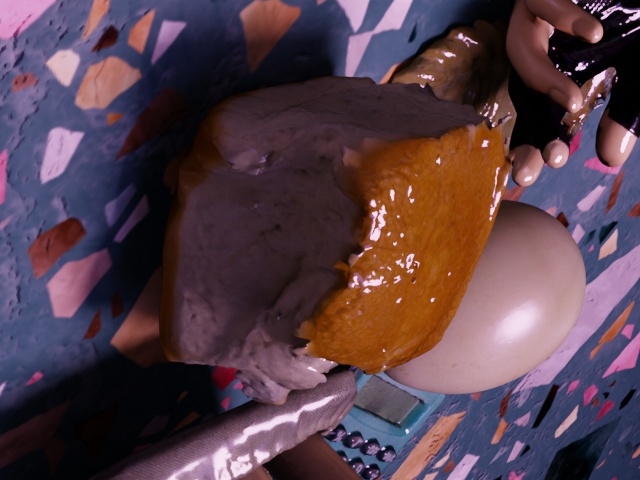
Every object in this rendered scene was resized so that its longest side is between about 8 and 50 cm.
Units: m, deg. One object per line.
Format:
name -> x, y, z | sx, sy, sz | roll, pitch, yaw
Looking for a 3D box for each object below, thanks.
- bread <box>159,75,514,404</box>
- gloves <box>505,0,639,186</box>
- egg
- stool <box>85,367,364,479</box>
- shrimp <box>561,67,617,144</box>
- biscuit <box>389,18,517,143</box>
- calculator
bread -> 0.000, 0.000, 1.299 | 0.250, 0.225, 0.279 | -21, 131, -50
gloves -> 0.256, -0.183, 1.478 | 0.197, 0.152, 0.301 | 38, 63, -27
egg -> 0.162, 0.063, 1.631 | 0.253, 0.188, 0.188 | -31, 146, -16
stool -> -0.087, 0.292, 1.410 | 0.310, 0.226, 0.310 | -22, 165, -27
shrimp -> 0.319, -0.182, 1.712 | 0.150, 0.051, 0.217 | 1, 119, -63
biscuit -> 0.130, -0.129, 1.524 | 0.273, 0.036, 0.187 | -25, 137, -35
calculator -> 0.015, 0.235, 1.757 | 0.274, 0.058, 0.248 | -51, 150, 3
